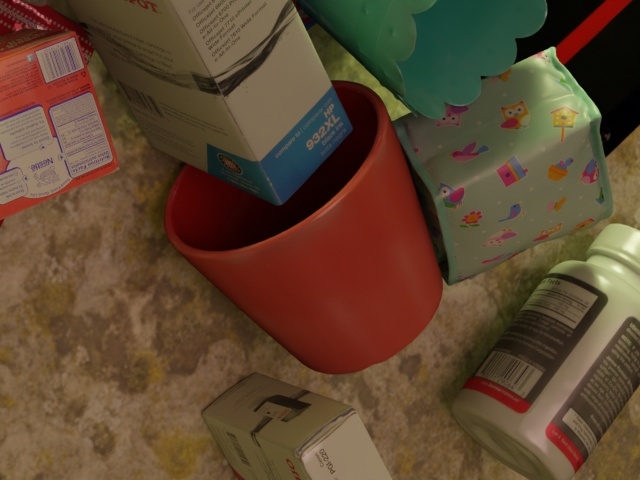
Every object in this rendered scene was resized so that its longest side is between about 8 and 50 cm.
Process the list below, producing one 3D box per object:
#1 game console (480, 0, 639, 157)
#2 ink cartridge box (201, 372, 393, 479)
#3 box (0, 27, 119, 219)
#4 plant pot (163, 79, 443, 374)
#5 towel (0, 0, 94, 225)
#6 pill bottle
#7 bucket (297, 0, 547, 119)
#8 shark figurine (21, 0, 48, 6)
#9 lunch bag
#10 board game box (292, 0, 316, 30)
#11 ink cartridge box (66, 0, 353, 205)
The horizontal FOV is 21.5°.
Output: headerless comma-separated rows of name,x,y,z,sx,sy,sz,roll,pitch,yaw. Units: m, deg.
game console,0.322,-0.264,2.103,0.386,0.060,0.342,-43,125,-19
ink cartridge box,-0.019,0.251,1.911,0.092,0.218,0.158,-36,114,-22
box,-0.371,-0.089,1.656,0.300,0.142,0.154,-26,110,-26
plant pot,0.000,0.000,1.878,0.275,0.275,0.243,-45,127,-17
towel,-0.368,-0.142,1.754,0.199,0.031,0.274,32,81,-31
pill bottle,0.323,0.138,2.123,0.176,0.176,0.318,46,74,-28
bucket,0.119,-0.291,1.808,0.281,0.183,0.281,-38,154,-23
shark figurine,-0.416,-0.293,1.647,0.278,0.116,0.166,-12,88,-15
lunch bag,0.215,-0.067,1.968,0.223,0.160,0.262,-26,146,-3
board game box,-0.025,-0.364,1.778,0.233,0.078,0.347,-41,156,-20
ink cartridge box,-0.128,-0.209,1.725,0.129,0.223,0.307,-46,136,-19
